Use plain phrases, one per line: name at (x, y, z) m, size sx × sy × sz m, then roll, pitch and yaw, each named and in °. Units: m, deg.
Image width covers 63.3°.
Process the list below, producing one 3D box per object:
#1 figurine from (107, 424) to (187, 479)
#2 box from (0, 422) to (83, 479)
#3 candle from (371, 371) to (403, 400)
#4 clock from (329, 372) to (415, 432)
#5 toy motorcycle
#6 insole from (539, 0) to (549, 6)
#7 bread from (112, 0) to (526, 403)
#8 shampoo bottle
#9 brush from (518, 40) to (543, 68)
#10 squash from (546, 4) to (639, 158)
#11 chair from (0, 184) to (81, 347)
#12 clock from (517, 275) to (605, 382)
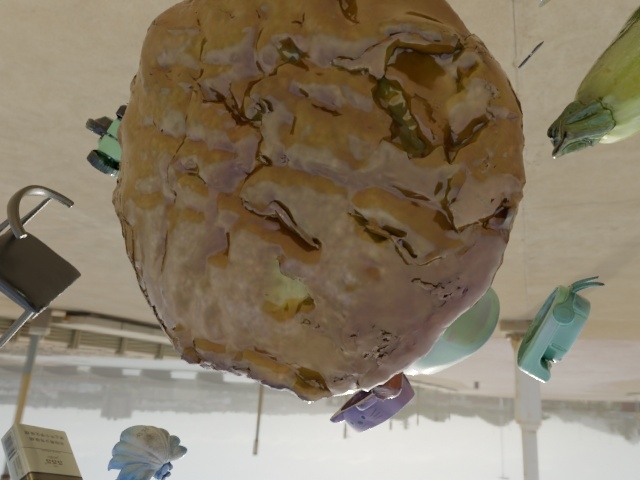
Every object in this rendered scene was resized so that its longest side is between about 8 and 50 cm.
figurine at (-0.268, 0.318, 0.781) m, size 0.115 × 0.079 × 0.114 m, roll -1°, pitch -153°, yaw 1°
box at (-0.720, 0.601, 1.358) m, size 0.259 × 0.071 × 0.168 m, roll 39°, pitch 179°, yaw 43°
candle at (0.111, 0.172, 0.826) m, size 0.053 × 0.162 × 0.048 m, roll 9°, pitch 134°, yaw 10°
clock at (0.090, 0.289, 0.905) m, size 0.110 × 0.050 × 0.152 m, roll -29°, pitch 168°, yaw -43°
toy motorcycle at (-0.250, -0.119, 0.840) m, size 0.331 × 0.125 × 0.196 m, roll 30°, pitch 178°, yaw 38°
insole at (0.476, -0.531, 0.881) m, size 0.109 × 0.007 × 0.322 m, roll -34°, pitch 167°, yaw -29°
bread at (-0.017, -0.060, 0.473) m, size 0.399 × 0.397 × 0.215 m, roll -6°, pitch 176°, yaw 28°
shampoo bottle at (0.241, 0.201, 1.142) m, size 0.151 × 0.221 × 0.349 m, roll 33°, pitch 153°, yaw 3°
brush at (0.481, -0.425, 1.189) m, size 0.008 × 0.024 × 0.083 m, roll 40°, pitch 145°, yaw 2°
squash at (0.378, -0.178, 0.610) m, size 0.137 × 0.287 × 0.137 m, roll 32°, pitch 148°, yaw 22°
chair at (-0.541, 0.049, 0.937) m, size 0.166 × 0.272 × 0.188 m, roll 43°, pitch -165°, yaw -14°
clock at (0.281, 0.097, 0.613) m, size 0.041 × 0.134 × 0.101 m, roll 30°, pitch -164°, yaw 17°
